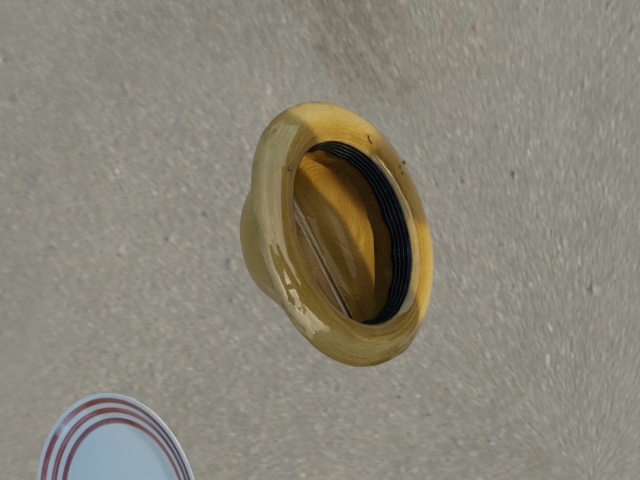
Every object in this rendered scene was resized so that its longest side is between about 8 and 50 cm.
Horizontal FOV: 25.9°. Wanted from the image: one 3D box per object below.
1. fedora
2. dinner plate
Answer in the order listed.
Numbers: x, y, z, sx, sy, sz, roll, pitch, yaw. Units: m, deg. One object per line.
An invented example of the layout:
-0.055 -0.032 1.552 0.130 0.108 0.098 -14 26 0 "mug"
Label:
0.000 0.000 1.002 0.079 0.194 0.194 -18 74 44 "fedora"
-0.120 0.162 0.839 0.141 0.017 0.141 2 93 36 "dinner plate"
